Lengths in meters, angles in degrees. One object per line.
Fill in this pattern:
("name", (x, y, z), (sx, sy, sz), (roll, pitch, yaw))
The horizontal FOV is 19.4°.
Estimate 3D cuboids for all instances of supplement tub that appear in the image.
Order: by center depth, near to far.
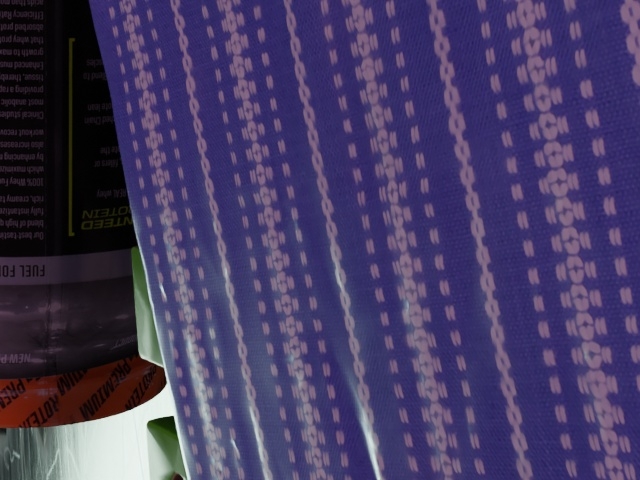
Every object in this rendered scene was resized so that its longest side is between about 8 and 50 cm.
("supplement tub", (-0.146, -0.081, 0.922), (0.193, 0.194, 0.316), (-140, 50, -68))

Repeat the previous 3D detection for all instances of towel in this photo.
("towel", (0.034, 0.013, 0.488), (0.336, 0.040, 0.243), (-10, 91, 63))

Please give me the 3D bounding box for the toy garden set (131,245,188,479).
("toy garden set", (0.000, 0.000, 0.621), (0.204, 0.049, 0.244), (15, 111, 58))
